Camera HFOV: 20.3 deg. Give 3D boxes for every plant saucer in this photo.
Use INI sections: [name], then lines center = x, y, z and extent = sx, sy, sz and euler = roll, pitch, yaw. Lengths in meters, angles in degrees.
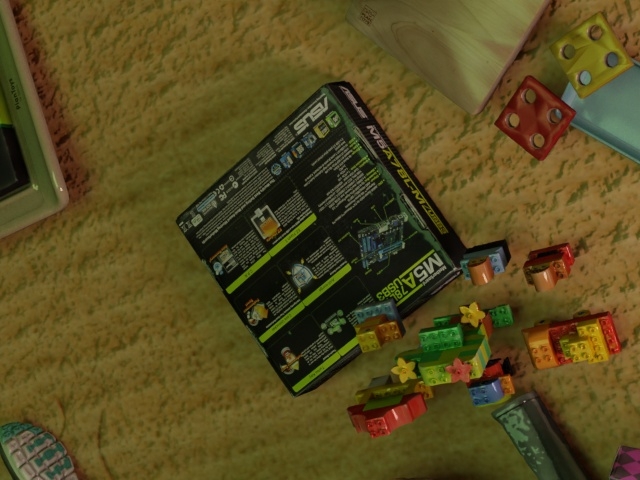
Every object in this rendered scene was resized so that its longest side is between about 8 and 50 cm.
[plant saucer]
center = 0.264, -0.075, 1.295
extent = 0.192, 0.018, 0.067
euler = 33, 112, 21

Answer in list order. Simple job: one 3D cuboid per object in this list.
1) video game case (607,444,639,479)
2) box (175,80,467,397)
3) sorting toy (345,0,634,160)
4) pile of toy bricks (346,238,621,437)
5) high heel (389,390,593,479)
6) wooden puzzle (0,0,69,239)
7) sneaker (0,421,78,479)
[video game case]
center = 0.312, 0.249, 1.234
extent = 0.232, 0.042, 0.210
euler = 8, 128, 19
[box]
center = 0.000, 0.000, 1.442
extent = 0.190, 0.045, 0.184
euler = -41, 79, 27
[sorting toy]
center = 0.114, -0.180, 1.347
extent = 0.274, 0.046, 0.132
euler = 39, 114, 20
[pile of toy bricks]
center = 0.105, 0.080, 1.330
extent = 0.212, 0.105, 0.118
euler = -15, 107, 22
[high heel]
center = 0.113, 0.261, 1.384
extent = 0.261, 0.093, 0.186
euler = -37, 72, 20
[wooden puzzle]
center = -0.344, -0.093, 1.606
extent = 0.238, 0.044, 0.221
euler = -25, 78, 29
[sneaker]
center = -0.247, 0.240, 1.610
extent = 0.166, 0.065, 0.076
euler = 52, 122, 15
